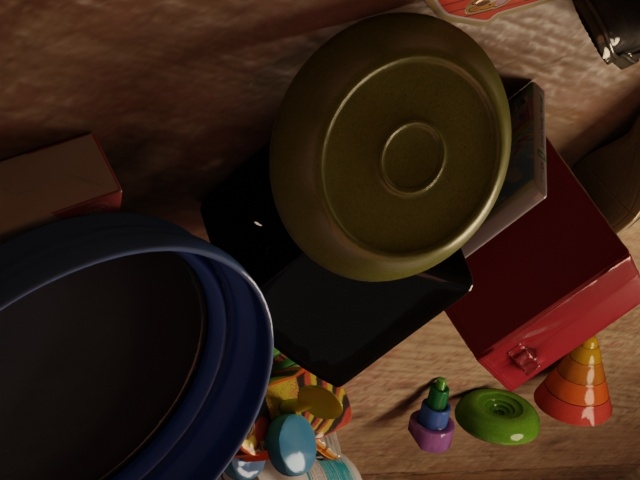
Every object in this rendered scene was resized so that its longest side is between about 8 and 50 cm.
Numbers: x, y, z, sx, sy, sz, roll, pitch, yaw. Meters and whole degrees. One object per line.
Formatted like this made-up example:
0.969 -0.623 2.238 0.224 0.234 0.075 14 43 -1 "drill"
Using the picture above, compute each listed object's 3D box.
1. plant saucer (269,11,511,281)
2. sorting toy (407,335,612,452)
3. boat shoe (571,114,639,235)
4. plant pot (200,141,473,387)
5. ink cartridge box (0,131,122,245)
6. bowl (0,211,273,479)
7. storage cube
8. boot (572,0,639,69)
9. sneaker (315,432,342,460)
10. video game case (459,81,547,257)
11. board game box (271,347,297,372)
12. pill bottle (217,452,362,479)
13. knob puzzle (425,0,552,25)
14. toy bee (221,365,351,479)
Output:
0.072 -0.076 1.584 0.241 0.240 0.037 -8 -163 -26 "plant saucer"
0.288 0.211 2.665 0.366 0.127 0.126 -9 123 -33 "sorting toy"
0.371 -0.083 2.049 0.092 0.102 0.285 1 140 -42 "boat shoe"
0.000 0.000 1.714 0.188 0.187 0.167 -38 143 27 "plant pot"
-0.239 -0.001 1.568 0.115 0.067 0.198 -20 157 -19 "ink cartridge box"
-0.221 0.145 1.564 0.391 0.077 0.391 -25 139 -24 "bowl"
0.217 0.022 1.963 0.193 0.215 0.184 -36 157 5 "storage cube"
0.346 -0.240 1.696 0.208 0.076 0.190 -27 174 18 "boot"
-0.044 0.246 2.351 0.083 0.084 0.215 -31 150 19 "sneaker"
0.137 -0.042 1.796 0.023 0.193 0.212 41 119 -20 "video game case"
-0.067 0.104 2.053 0.124 0.039 0.259 -25 156 -2 "board game box"
-0.055 0.346 2.455 0.146 0.146 0.264 -35 159 19 "pill bottle"
0.171 -0.236 1.562 0.213 0.030 0.213 -23 159 -9 "knob puzzle"
-0.070 0.195 2.036 0.195 0.162 0.298 -15 -166 16 "toy bee"
